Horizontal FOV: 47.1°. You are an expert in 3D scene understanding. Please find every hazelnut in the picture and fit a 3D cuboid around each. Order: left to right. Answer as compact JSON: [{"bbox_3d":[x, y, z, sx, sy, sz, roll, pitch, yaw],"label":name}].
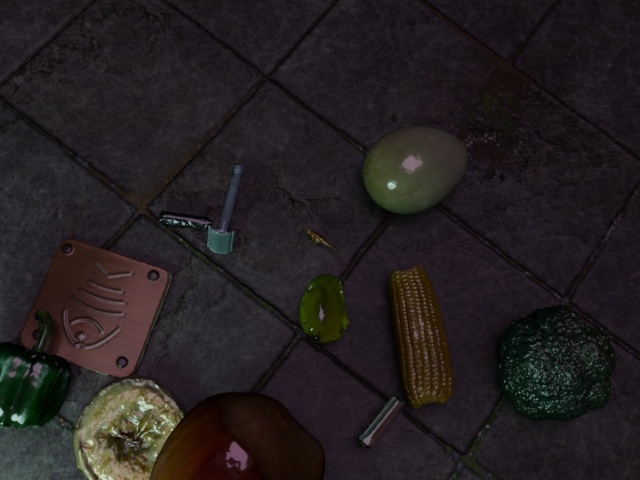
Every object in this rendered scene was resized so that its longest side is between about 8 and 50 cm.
[{"bbox_3d":[-0.175,0.488,1.530,0.366,0.366,0.365,3,72,-8],"label":"hazelnut"}]

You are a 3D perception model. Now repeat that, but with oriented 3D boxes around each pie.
[{"bbox_3d":[-0.416,0.440,1.645,0.274,0.055,0.274,2,72,-7],"label":"pie"}]

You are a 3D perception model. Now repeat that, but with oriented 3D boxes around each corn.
[{"bbox_3d":[0.238,0.228,1.777,0.131,0.131,0.344,-6,73,-11],"label":"corn"}]

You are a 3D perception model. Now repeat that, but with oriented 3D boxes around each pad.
[{"bbox_3d":[-0.529,0.161,1.741,0.287,0.018,0.284,18,71,-1],"label":"pad"}]

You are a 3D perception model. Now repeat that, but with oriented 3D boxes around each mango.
[{"bbox_3d":[0.006,0.165,1.779,0.119,0.100,0.178,29,56,-37],"label":"mango"}]

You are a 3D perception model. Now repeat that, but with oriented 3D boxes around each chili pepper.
[{"bbox_3d":[-0.644,0.278,1.607,0.174,0.165,0.261,11,78,3],"label":"chili pepper"}]

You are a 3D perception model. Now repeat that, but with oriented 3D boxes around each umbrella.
[{"bbox_3d":[-0.336,-0.049,1.830,0.133,0.031,0.036,8,97,-6],"label":"umbrella"}]

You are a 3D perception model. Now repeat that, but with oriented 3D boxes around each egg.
[{"bbox_3d":[0.249,-0.184,1.864,0.295,0.218,0.218,-16,75,-23],"label":"egg"}]

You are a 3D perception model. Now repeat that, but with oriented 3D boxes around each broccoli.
[{"bbox_3d":[0.569,0.300,1.762,0.297,0.298,0.297,14,65,-45],"label":"broccoli"}]

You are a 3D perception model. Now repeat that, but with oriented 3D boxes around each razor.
[{"bbox_3d":[-0.226,-0.090,1.838,0.068,0.106,0.232,14,61,-4],"label":"razor"}]

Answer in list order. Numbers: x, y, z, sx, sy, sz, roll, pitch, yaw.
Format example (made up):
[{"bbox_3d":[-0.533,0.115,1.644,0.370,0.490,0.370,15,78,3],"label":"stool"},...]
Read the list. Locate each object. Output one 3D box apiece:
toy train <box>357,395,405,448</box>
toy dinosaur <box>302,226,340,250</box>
[{"bbox_3d":[0.141,0.426,1.725,0.038,0.071,0.148,41,71,6],"label":"toy train"},{"bbox_3d":[-0.001,0.000,1.860,0.113,0.041,0.026,36,67,-1],"label":"toy dinosaur"}]
